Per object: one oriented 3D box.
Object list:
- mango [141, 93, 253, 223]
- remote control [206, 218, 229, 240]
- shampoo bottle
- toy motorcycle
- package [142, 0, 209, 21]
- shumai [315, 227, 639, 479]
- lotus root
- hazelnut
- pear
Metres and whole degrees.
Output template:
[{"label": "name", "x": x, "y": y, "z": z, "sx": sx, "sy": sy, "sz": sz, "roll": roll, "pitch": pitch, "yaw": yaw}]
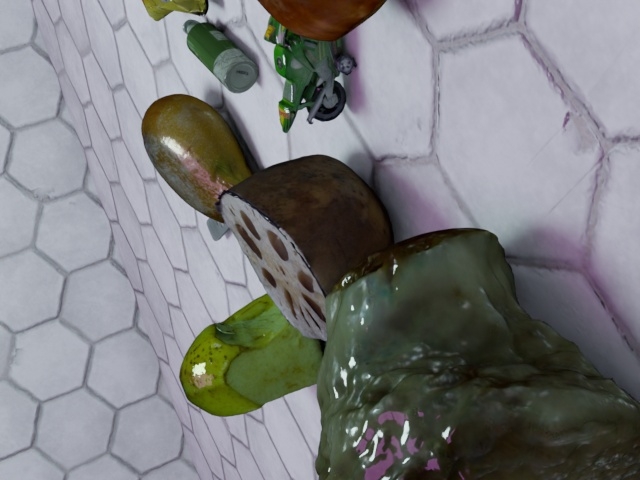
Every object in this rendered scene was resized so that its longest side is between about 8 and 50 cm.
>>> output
[{"label": "mango", "x": -0.205, "y": -0.140, "z": 1.662, "sx": 0.316, "sy": 0.146, "sz": 0.193, "roll": 43, "pitch": 151, "yaw": 21}, {"label": "remote control", "x": -0.192, "y": -0.048, "z": 1.861, "sx": 0.050, "sy": 0.027, "sz": 0.184, "roll": 64, "pitch": 153, "yaw": 7}, {"label": "shampoo bottle", "x": -0.174, "y": -0.315, "z": 1.527, "sx": 0.204, "sy": 0.065, "sz": 0.065, "roll": 48, "pitch": 150, "yaw": 42}, {"label": "toy motorcycle", "x": -0.019, "y": -0.236, "z": 1.173, "sx": 0.074, "sy": 0.106, "sz": 0.190, "roll": 40, "pitch": 143, "yaw": 51}, {"label": "package", "x": -0.263, "y": -0.454, "z": 1.562, "sx": 0.226, "sy": 0.090, "sz": 0.168, "roll": 15, "pitch": 125, "yaw": 61}, {"label": "shumai", "x": 0.134, "y": 0.162, "z": 0.979, "sx": 0.397, "sy": 0.324, "sz": 0.323, "roll": 117, "pitch": 145, "yaw": -51}, {"label": "lotus root", "x": 0.000, "y": 0.000, "z": 1.248, "sx": 0.272, "sy": 0.192, "sz": 0.272, "roll": 42, "pitch": 151, "yaw": 30}, {"label": "hazelnut", "x": -0.003, "y": -0.299, "z": 0.990, "sx": 0.182, "sy": 0.182, "sz": 0.182, "roll": 49, "pitch": 151, "yaw": 40}, {"label": "pear", "x": -0.142, "y": 0.204, "z": 1.674, "sx": 0.238, "sy": 0.255, "sz": 0.164, "roll": 19, "pitch": 128, "yaw": 68}]
